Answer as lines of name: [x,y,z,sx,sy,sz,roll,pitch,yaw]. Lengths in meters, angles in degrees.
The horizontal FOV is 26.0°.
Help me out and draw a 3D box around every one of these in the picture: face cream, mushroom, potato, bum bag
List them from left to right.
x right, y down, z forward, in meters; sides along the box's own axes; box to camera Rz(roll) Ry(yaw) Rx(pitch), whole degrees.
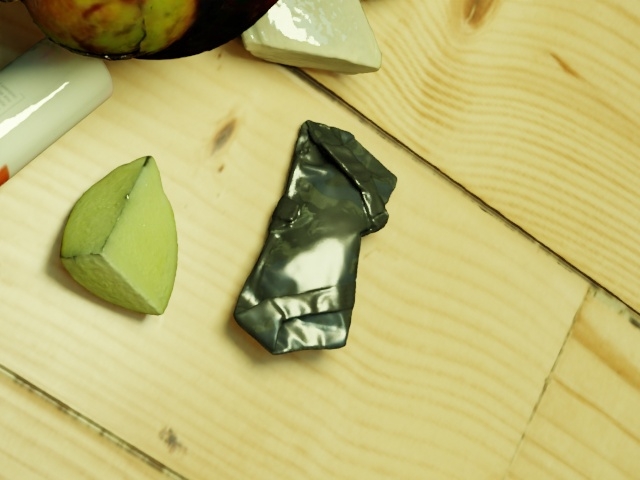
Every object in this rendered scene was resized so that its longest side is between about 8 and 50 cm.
face cream: [-0.374,-0.090,1.462,0.345,0.102,0.102,-43,98,-24]
potato: [-0.215,0.000,1.546,0.120,0.081,0.149,55,42,-38]
mushroom: [-0.061,-0.371,1.637,0.154,0.137,0.407,-18,84,-4]
bum bag: [0.000,0.000,1.622,0.137,0.074,0.310,22,66,-6]

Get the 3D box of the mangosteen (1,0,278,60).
mangosteen: [-0.209,-0.372,1.396,0.421,0.381,0.381,-12,84,-45]
